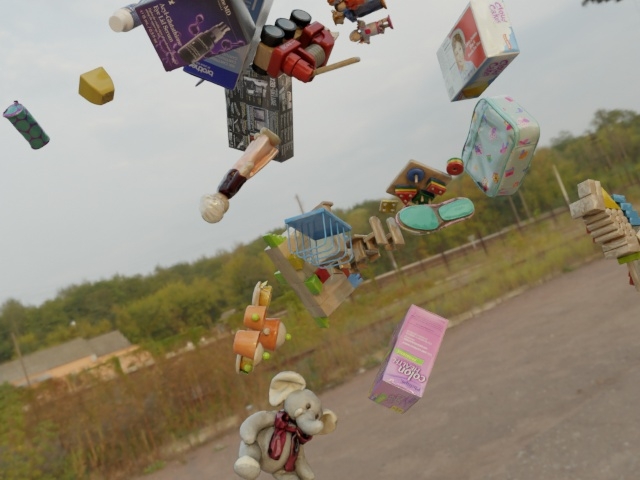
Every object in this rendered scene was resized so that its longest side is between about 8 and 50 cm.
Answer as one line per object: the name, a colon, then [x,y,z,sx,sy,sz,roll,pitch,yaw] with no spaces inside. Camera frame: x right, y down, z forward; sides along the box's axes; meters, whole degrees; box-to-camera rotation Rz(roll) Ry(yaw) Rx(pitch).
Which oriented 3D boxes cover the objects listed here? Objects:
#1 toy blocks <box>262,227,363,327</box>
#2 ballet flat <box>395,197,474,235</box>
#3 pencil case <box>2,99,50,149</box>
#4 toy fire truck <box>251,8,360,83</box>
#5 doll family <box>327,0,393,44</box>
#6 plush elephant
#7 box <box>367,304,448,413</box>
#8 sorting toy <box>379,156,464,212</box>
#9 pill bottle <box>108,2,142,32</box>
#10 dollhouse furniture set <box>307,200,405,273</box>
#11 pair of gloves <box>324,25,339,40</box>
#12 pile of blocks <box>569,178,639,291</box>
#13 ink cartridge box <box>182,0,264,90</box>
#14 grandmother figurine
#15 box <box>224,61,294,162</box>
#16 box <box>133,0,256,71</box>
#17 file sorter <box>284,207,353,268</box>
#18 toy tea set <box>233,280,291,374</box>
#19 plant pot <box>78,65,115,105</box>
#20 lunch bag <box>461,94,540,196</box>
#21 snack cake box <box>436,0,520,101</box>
toy blocks: [0.003,0.063,2.253,0.261,0.381,0.191,-42,16,-30]
ballet flat: [0.267,-0.051,1.616,0.222,0.076,0.079,-14,-16,-25]
pencil case: [-0.866,-0.336,1.986,0.070,0.064,0.151,10,-31,23]
toy fire truck: [-0.015,-0.473,1.710,0.217,0.246,0.158,-47,-12,-46]
doll family: [0.106,-0.685,1.970,0.163,0.118,0.263,-16,-20,13]
plush elephant: [-0.080,0.531,1.887,0.255,0.272,0.330,-46,22,6]
box: [0.248,0.343,1.930,0.213,0.117,0.243,107,-173,-63]
sorting toy: [0.261,-0.135,1.825,0.132,0.046,0.274,20,-43,-19]
pill bottle: [-0.568,-0.652,1.982,0.067,0.067,0.120,-23,21,32]
dollhouse furniture set: [0.084,-0.016,2.031,0.242,0.161,0.212,3,-29,-43]
pair of gloves: [-0.065,-0.647,2.266,0.204,0.042,0.240,9,50,26]
pile of blocks: [0.806,-0.014,1.826,0.149,0.362,0.113,-38,2,-30]
ink cartridge box: [-0.221,-0.570,1.735,0.270,0.151,0.395,-78,9,-56]
grandmother figurine: [-0.251,-0.193,2.058,0.342,0.104,0.208,-56,7,-22]
box: [-0.206,-0.434,2.239,0.242,0.307,0.076,19,35,31]
box: [-0.264,-0.477,1.447,0.207,0.153,0.108,-15,33,15]
file sorter: [0.000,0.000,1.801,0.118,0.104,0.170,-15,-22,24]
toy tea set: [-0.149,0.260,1.839,0.124,0.200,0.336,10,25,2]
plant pot: [-0.657,-0.449,2.001,0.081,0.083,0.081,-38,-12,-38]
lunch bag: [0.523,-0.280,2.013,0.108,0.224,0.279,-13,-42,-22]
snack cake box: [0.391,-0.478,1.713,0.089,0.152,0.264,-11,-10,-11]
